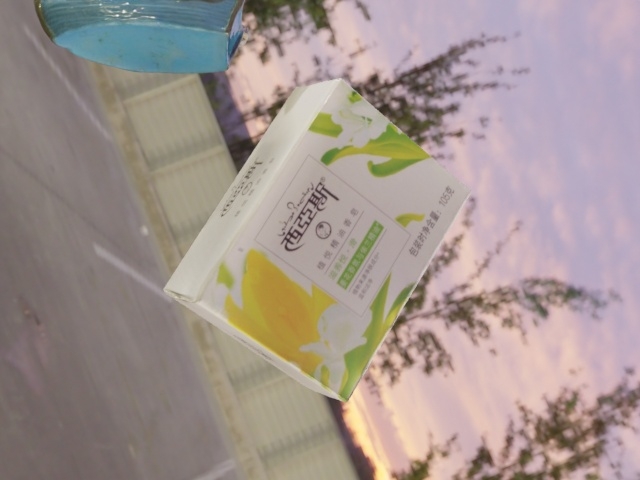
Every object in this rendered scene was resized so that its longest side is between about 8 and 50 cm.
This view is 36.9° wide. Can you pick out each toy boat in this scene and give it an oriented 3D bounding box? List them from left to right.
[{"bbox_3d":[-0.158,-0.198,0.836,0.075,0.186,0.077,96,-4,-61],"label":"toy boat"}]

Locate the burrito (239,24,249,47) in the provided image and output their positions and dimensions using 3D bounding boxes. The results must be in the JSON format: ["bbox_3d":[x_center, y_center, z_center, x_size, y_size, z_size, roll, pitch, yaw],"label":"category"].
[{"bbox_3d":[-0.203,-0.329,1.467,0.063,0.230,0.058,7,-80,43],"label":"burrito"}]

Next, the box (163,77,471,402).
[{"bbox_3d":[0.000,0.000,0.963,0.194,0.260,0.111,36,-10,-23],"label":"box"}]
